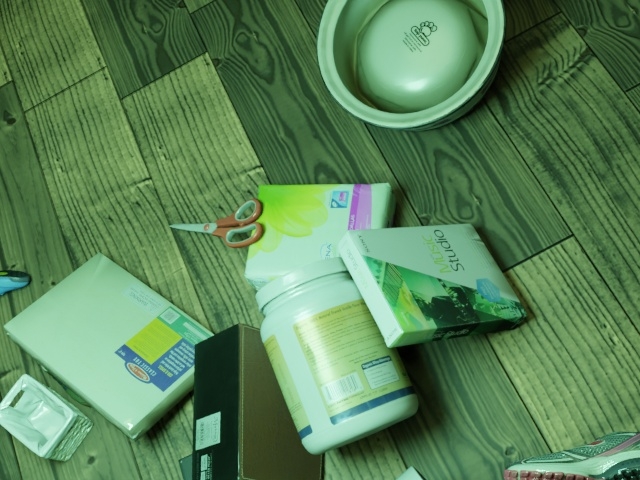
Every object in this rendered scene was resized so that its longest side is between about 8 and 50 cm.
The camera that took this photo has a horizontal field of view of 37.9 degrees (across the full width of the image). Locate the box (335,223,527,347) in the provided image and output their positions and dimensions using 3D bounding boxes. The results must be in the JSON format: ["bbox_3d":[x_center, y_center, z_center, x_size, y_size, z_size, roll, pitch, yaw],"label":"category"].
[{"bbox_3d":[0.211,0.076,1.745,0.322,0.058,0.232,-5,54,-35],"label":"box"}]

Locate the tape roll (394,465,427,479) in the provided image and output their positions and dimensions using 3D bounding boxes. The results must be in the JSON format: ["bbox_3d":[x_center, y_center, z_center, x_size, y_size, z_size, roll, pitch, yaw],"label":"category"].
[{"bbox_3d":[0.171,0.525,1.560,0.169,0.246,0.246,-40,61,-2],"label":"tape roll"}]

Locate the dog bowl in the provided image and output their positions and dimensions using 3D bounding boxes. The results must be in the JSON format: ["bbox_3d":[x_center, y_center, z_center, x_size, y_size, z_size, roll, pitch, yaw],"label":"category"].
[{"bbox_3d":[0.205,-0.417,1.998,0.408,0.150,0.408,-4,79,21],"label":"dog bowl"}]

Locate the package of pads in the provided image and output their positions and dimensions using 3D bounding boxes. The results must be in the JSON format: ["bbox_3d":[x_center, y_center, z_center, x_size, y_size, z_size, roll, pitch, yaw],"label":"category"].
[{"bbox_3d":[0.000,0.000,1.942,0.296,0.101,0.229,0,65,19],"label":"package of pads"}]

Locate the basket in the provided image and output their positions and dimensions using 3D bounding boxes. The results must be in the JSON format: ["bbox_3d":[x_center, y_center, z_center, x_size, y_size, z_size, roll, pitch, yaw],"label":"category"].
[{"bbox_3d":[-0.576,0.376,1.950,0.167,0.103,0.113,30,78,28],"label":"basket"}]

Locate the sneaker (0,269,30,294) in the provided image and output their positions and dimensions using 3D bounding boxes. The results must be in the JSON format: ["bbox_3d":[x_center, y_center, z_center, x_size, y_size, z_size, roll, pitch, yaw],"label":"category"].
[{"bbox_3d":[-0.772,0.114,2.166,0.209,0.069,0.082,-4,98,7],"label":"sneaker"}]

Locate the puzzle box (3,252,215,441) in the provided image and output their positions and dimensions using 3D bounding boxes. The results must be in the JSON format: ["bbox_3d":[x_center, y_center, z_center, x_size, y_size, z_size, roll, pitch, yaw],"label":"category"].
[{"bbox_3d":[-0.431,0.212,1.955,0.409,0.052,0.272,32,56,28],"label":"puzzle box"}]

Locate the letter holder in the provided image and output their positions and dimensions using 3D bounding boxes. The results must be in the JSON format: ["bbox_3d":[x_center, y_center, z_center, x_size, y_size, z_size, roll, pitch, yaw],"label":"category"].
[{"bbox_3d":[-0.119,0.343,1.809,0.152,0.214,0.302,-28,54,41],"label":"letter holder"}]

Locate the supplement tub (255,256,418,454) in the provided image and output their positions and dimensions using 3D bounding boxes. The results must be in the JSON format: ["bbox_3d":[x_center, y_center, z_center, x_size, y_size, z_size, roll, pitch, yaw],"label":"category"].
[{"bbox_3d":[0.024,0.212,1.729,0.228,0.228,0.316,-24,76,6],"label":"supplement tub"}]

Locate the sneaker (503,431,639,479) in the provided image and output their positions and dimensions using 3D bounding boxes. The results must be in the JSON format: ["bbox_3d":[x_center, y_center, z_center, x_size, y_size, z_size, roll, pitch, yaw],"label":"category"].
[{"bbox_3d":[0.468,0.397,1.613,0.299,0.121,0.112,-9,34,14],"label":"sneaker"}]

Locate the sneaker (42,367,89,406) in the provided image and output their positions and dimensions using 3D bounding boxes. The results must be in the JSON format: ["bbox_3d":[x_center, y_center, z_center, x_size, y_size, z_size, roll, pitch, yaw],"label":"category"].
[{"bbox_3d":[-0.548,0.283,1.993,0.192,0.086,0.064,37,81,28],"label":"sneaker"}]

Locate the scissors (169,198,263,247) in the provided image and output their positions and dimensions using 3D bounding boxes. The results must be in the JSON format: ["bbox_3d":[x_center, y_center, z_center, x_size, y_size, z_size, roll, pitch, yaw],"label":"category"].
[{"bbox_3d":[-0.235,-0.019,2.012,0.297,0.021,0.109,-13,61,36],"label":"scissors"}]

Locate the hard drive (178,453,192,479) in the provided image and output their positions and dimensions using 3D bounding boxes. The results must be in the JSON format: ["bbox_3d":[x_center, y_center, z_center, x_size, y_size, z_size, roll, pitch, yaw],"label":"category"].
[{"bbox_3d":[-0.220,0.477,1.834,0.094,0.022,0.135,-24,61,6],"label":"hard drive"}]
